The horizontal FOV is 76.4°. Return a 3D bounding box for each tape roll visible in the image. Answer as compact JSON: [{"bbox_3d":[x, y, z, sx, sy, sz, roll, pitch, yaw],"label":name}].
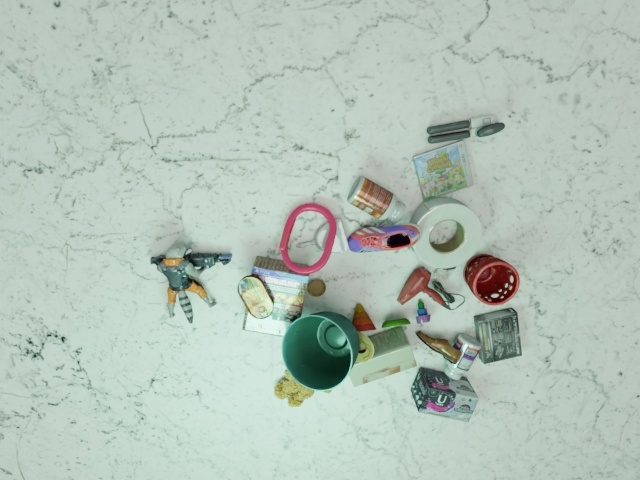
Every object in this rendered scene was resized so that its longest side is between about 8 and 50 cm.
[{"bbox_3d":[0.508,-0.032,1.677,0.286,0.100,0.286,0,112,-1],"label":"tape roll"}]

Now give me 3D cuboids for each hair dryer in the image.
[{"bbox_3d":[0.470,0.218,1.756,0.294,0.080,0.223,-12,94,4],"label":"hair dryer"}]

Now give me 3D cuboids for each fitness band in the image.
[{"bbox_3d":[-0.049,-0.007,1.643,0.209,0.054,0.290,14,77,6],"label":"fitness band"}]

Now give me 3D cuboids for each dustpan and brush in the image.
[{"bbox_3d":[0.000,0.000,1.707,0.211,0.060,0.147,-15,94,-4],"label":"dustpan and brush"}]

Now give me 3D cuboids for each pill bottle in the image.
[{"bbox_3d":[0.226,-0.156,1.630,0.216,0.121,0.121,28,103,-9],"label":"pill bottle"},{"bbox_3d":[0.641,0.532,1.853,0.108,0.108,0.193,20,105,-8],"label":"pill bottle"}]

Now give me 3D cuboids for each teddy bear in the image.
[{"bbox_3d":[-0.060,0.639,1.857,0.338,0.113,0.245,-29,107,6],"label":"teddy bear"}]

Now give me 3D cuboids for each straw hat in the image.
[{"bbox_3d":[0.172,0.450,1.745,0.144,0.061,0.144,3,96,28],"label":"straw hat"}]

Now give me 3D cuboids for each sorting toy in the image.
[{"bbox_3d":[0.301,0.324,1.801,0.366,0.127,0.126,-8,77,-3],"label":"sorting toy"}]

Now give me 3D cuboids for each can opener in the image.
[{"bbox_3d":[0.562,-0.430,1.577,0.283,0.095,0.076,-10,106,0],"label":"can opener"}]

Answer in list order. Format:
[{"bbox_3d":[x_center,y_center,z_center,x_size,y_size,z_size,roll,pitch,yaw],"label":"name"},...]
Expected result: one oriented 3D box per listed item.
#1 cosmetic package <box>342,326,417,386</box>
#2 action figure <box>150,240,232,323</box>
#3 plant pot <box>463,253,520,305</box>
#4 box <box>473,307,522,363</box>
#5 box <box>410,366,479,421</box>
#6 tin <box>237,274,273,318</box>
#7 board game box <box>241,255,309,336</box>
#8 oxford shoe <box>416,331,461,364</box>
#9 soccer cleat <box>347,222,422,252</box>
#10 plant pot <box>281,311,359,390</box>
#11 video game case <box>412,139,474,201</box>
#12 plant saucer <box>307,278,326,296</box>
[{"bbox_3d":[0.257,0.515,1.807,0.296,0.153,0.129,-19,114,5],"label":"cosmetic package"},{"bbox_3d":[-0.527,0.155,1.669,0.341,0.178,0.330,-9,116,3],"label":"action figure"},{"bbox_3d":[0.704,0.153,1.711,0.191,0.174,0.191,-1,107,-2],"label":"plant pot"},{"bbox_3d":[0.810,0.437,1.859,0.183,0.056,0.231,-14,106,3],"label":"box"},{"bbox_3d":[0.567,0.707,1.872,0.247,0.163,0.142,13,107,-6],"label":"box"},{"bbox_3d":[-0.256,0.224,1.619,0.106,0.040,0.189,-22,106,9],"label":"tin"},{"bbox_3d":[-0.187,0.239,1.718,0.232,0.141,0.291,11,105,-5],"label":"board game box"},{"bbox_3d":[0.530,0.465,1.828,0.212,0.076,0.076,31,81,19],"label":"oxford shoe"},{"bbox_3d":[0.239,-0.002,1.629,0.318,0.116,0.108,-8,103,28],"label":"soccer cleat"},{"bbox_3d":[0.027,0.420,1.645,0.293,0.235,0.293,2,94,23],"label":"plant pot"},{"bbox_3d":[0.500,-0.282,1.655,0.212,0.023,0.193,-18,106,3],"label":"video game case"},{"bbox_3d":[-0.018,0.205,1.781,0.083,0.015,0.083,-1,106,-2],"label":"plant saucer"}]
